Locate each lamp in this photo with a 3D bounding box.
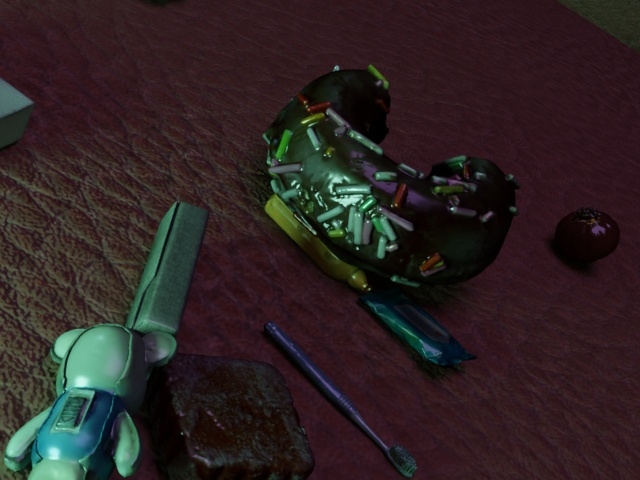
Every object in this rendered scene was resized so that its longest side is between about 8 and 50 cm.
[{"bbox_3d":[0.421,-0.008,1.602,0.101,0.090,0.101,-8,24,4],"label":"lamp"}]

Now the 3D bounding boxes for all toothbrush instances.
[{"bbox_3d":[0.018,0.161,1.044,0.219,0.019,0.016,44,46,18],"label":"toothbrush"}]

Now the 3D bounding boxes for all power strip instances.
[{"bbox_3d":[0.000,0.000,1.251,0.178,0.028,0.049,46,32,20],"label":"power strip"}]

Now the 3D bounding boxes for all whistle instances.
[{"bbox_3d":[-0.188,0.153,0.811,0.114,0.077,0.236,2,38,6],"label":"whistle"}]

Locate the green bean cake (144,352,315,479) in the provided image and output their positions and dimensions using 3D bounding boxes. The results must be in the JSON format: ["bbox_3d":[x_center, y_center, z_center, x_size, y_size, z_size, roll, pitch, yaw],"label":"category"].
[{"bbox_3d":[-0.083,0.166,0.903,0.135,0.056,0.136,10,37,-32],"label":"green bean cake"}]

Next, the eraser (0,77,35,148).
[{"bbox_3d":[-0.422,-0.170,1.061,0.210,0.068,0.124,37,29,4],"label":"eraser"}]

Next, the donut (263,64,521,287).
[{"bbox_3d":[0.078,-0.082,1.277,0.345,0.136,0.259,39,34,12],"label":"donut"}]

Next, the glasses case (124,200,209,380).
[{"bbox_3d":[-0.155,0.044,1.001,0.047,0.071,0.205,22,32,-11],"label":"glasses case"}]

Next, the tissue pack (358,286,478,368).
[{"bbox_3d":[0.115,0.106,1.210,0.138,0.028,0.085,44,28,27],"label":"tissue pack"}]
